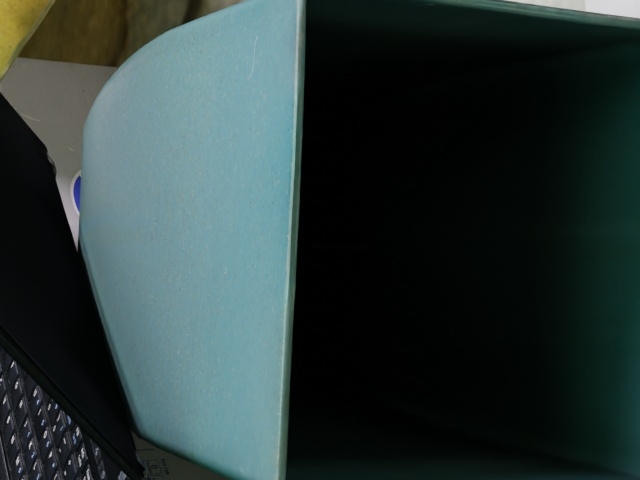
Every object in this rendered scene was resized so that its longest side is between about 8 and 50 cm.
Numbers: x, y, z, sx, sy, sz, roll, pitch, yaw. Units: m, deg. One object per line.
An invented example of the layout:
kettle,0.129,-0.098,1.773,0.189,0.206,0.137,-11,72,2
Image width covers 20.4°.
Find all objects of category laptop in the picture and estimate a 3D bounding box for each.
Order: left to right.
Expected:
laptop,-0.157,0.041,0.679,0.264,0.136,0.234,-65,27,25

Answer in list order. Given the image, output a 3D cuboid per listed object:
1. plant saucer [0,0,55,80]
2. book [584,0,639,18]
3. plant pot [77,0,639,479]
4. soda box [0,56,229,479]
plant saucer,-0.220,-0.165,0.912,0.333,0.081,0.333,-48,33,35
book,0.155,-0.123,0.615,0.144,0.035,0.096,1,92,47
plant pot,0.000,0.000,0.685,0.234,0.165,0.166,3,90,58
soda box,-0.103,0.052,0.839,0.091,0.098,0.286,-45,57,38
